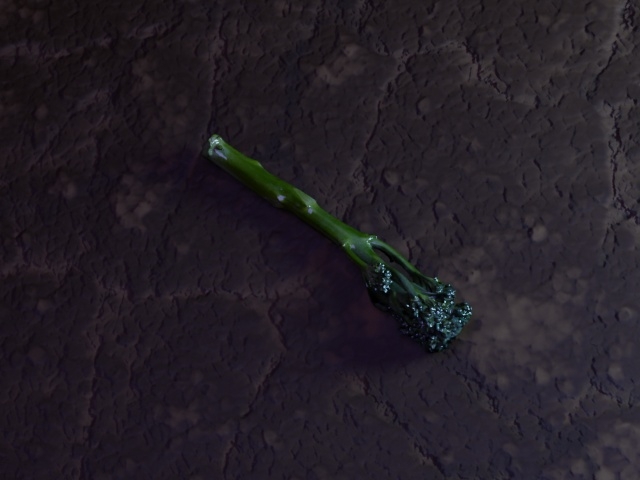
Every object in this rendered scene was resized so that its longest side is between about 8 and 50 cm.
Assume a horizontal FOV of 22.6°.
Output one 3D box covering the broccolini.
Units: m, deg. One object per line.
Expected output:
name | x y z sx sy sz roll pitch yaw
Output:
broccolini | 0.003 -0.005 1.828 0.392 0.074 0.079 34 77 20
